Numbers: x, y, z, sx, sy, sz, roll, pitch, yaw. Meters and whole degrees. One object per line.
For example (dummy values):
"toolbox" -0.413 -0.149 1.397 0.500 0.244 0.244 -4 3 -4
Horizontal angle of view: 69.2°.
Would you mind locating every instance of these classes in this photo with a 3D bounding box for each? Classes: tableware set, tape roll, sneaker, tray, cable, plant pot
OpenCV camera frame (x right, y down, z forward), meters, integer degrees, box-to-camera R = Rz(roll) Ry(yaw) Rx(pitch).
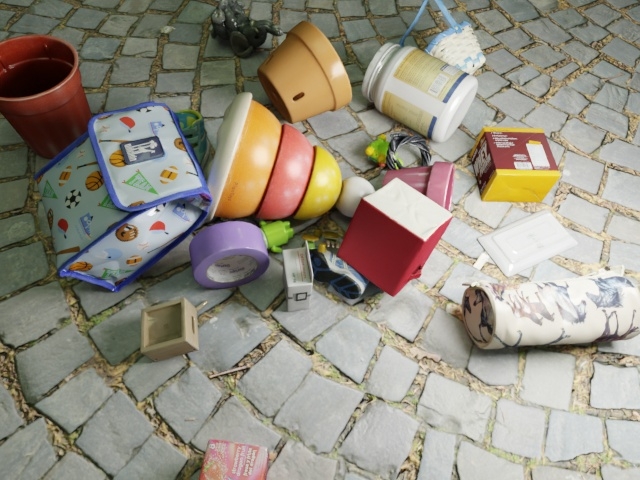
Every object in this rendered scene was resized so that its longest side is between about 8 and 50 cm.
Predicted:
"tableware set" 0.000 0.000 1.242 0.104 0.024 0.154 7 18 0
"tape roll" -0.226 0.039 1.154 0.189 0.189 0.080 -12 59 -12
"sneaker" 0.035 0.074 1.230 0.211 0.080 0.081 37 39 19
"sneaker" -0.399 -0.236 1.306 0.127 0.208 0.319 3 58 -4
"tray" 0.603 -0.004 1.337 0.270 0.030 0.145 -21 62 -16
"cable" 0.278 -0.249 1.419 0.184 0.047 0.151 5 78 -36
"plant pot" -0.798 -0.398 1.347 0.272 0.265 0.272 2 58 -3
"plant pot" -0.066 -0.513 1.485 0.203 0.291 0.291 -35 65 -5
"plant pot" 0.272 -0.126 1.308 0.180 0.201 0.201 8 56 20

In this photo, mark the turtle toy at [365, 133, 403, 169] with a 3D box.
"turtle toy" 0.202 -0.266 1.453 0.130 0.066 0.095 36 64 17

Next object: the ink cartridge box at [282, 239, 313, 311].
"ink cartridge box" -0.058 0.089 1.140 0.060 0.180 0.104 -6 58 -8

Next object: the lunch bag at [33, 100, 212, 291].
"lunch bag" -0.474 -0.123 1.138 0.385 0.239 0.328 -33 65 9

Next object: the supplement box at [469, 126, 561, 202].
"supplement box" 0.587 -0.233 1.422 0.191 0.129 0.194 1 57 -3

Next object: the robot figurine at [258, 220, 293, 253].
"robot figurine" -0.133 -0.013 1.267 0.115 0.067 0.101 -21 66 -16

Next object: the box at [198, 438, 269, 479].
"box" -0.179 0.528 0.882 0.122 0.128 0.257 8 58 1

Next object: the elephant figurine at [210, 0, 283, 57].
"elephant figurine" -0.272 -0.759 1.692 0.239 0.186 0.169 38 97 -9

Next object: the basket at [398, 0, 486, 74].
"basket" 0.407 -0.658 1.616 0.201 0.255 0.289 -36 85 -22

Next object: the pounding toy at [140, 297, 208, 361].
"pounding toy" -0.344 0.202 1.110 0.130 0.100 0.141 -15 56 3

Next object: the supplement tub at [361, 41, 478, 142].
"supplement tub" 0.316 -0.484 1.504 0.316 0.228 0.228 34 61 16

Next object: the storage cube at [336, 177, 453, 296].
"storage cube" 0.191 -0.012 1.186 0.215 0.193 0.183 36 40 19

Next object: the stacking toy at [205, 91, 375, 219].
"stacking toy" -0.067 -0.162 1.283 0.479 0.350 0.351 19 56 -15

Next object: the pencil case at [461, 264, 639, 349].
"pencil case" 0.560 0.167 1.145 0.410 0.160 0.184 -3 74 -6
